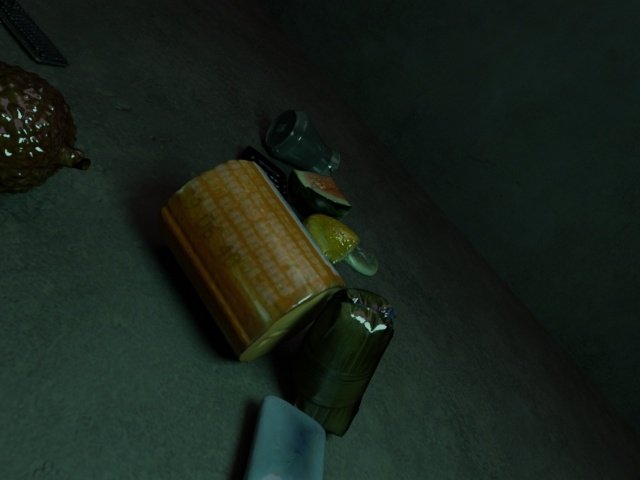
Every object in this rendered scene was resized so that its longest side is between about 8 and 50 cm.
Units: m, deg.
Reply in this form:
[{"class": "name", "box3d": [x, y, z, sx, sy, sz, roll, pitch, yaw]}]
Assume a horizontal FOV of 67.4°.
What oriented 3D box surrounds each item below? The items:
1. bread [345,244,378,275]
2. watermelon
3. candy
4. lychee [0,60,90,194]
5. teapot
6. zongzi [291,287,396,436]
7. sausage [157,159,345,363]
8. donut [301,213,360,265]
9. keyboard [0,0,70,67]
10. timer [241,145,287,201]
[{"class": "bread", "box3d": [0.111, 0.048, 1.453, 0.193, 0.036, 0.112, 37, 28, -21]}, {"class": "watermelon", "box3d": [-0.001, -0.109, 1.349, 0.145, 0.137, 0.193, 61, 1, 36]}, {"class": "candy", "box3d": [-0.050, 0.335, 0.729, 0.138, 0.071, 0.174, 40, 27, -19]}, {"class": "lychee", "box3d": [-0.443, -0.155, 0.681, 0.238, 0.200, 0.200, 28, 28, -7]}, {"class": "teapot", "box3d": [-0.062, -0.305, 1.569, 0.225, 0.171, 0.203, 35, -4, -40]}, {"class": "zongzi", "box3d": [0.044, 0.164, 0.905, 0.139, 0.286, 0.300, 19, 27, -1]}, {"class": "sausage", "box3d": [-0.123, 0.034, 0.861, 0.287, 0.233, 0.233, 54, 25, 15]}, {"class": "donut", "box3d": [-0.005, -0.002, 1.282, 0.152, 0.101, 0.259, 46, 28, 11]}, {"class": "keyboard", "box3d": [-0.631, -0.456, 1.011, 0.230, 0.025, 0.094, 49, 22, 3]}, {"class": "timer", "box3d": [-0.159, -0.176, 1.330, 0.144, 0.055, 0.187, 37, 22, -26]}]
